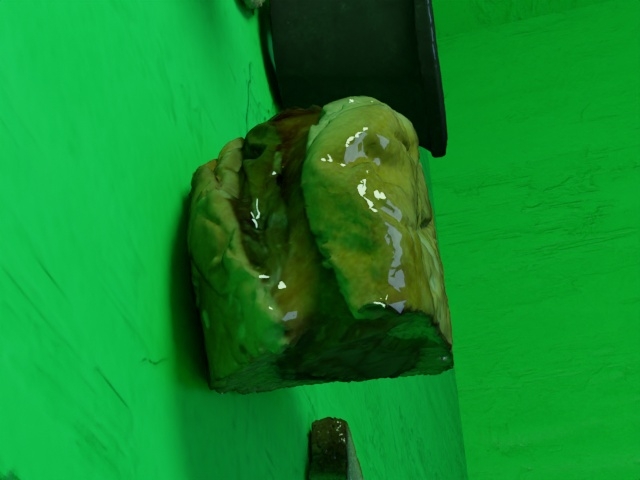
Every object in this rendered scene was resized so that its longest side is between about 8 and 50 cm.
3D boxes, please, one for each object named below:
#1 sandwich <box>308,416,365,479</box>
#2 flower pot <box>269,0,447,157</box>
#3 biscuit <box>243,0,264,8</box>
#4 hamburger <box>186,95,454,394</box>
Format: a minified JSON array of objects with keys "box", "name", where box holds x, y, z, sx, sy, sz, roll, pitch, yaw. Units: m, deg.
[{"box":[0.017,0.222,0.975,0.093,0.035,0.105,-88,165,-53],"name":"sandwich"},{"box":[0.037,-0.207,1.132,0.269,0.166,0.269,-10,90,-84],"name":"flower pot"},{"box":[-0.075,-0.291,1.036,0.152,0.020,0.152,-9,90,-83],"name":"biscuit"},{"box":[0.002,-0.003,0.777,0.330,0.162,0.209,39,39,-71],"name":"hamburger"}]
